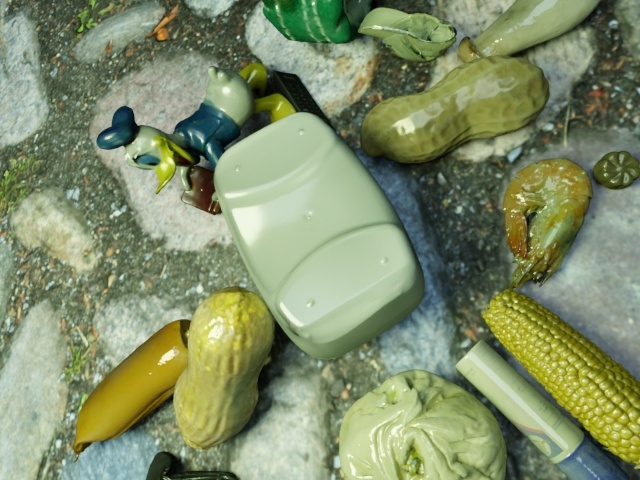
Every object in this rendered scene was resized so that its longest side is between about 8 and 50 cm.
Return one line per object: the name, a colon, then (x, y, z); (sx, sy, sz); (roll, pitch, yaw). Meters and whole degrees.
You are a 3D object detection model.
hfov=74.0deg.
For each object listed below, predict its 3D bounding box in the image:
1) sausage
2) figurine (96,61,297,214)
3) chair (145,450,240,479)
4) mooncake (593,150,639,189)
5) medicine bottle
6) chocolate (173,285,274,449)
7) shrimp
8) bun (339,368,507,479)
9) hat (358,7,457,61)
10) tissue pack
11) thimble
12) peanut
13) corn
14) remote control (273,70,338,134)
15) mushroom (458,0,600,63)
sausage: (-0.339, 0.272, 0.759); (0.328, 0.112, 0.112); (-42, 67, 5)
figurine: (-0.233, -0.177, 0.766); (0.204, 0.338, 0.284); (37, 124, 30)
chair: (-0.205, 0.432, 0.677); (0.145, 0.221, 0.141); (12, 76, -22)
mooncake: (0.558, -0.036, 0.567); (0.346, 0.057, 0.151); (9, 92, 27)
medicine bottle: (0.291, 0.238, 0.577); (0.059, 0.059, 0.231); (-46, 66, 3)
chocolate: (-0.150, 0.204, 0.658); (0.134, 0.134, 0.310); (33, 118, 23)
shrimp: (0.326, -0.026, 0.640); (0.115, 0.051, 0.217); (21, 85, 29)
bun: (0.132, 0.290, 0.575); (0.229, 0.145, 0.230); (-5, 72, 16)
hat: (0.147, -0.358, 0.750); (0.165, 0.081, 0.123); (10, 44, 3)
tissue pack: (0.000, 0.000, 0.652); (0.229, 0.236, 0.333); (-30, 69, 0)
thimble: (0.009, -0.507, 0.763); (0.167, 0.254, 0.289); (15, 68, 19)
peanut: (0.205, -0.210, 0.692); (0.298, 0.120, 0.136); (-18, 48, 15)
corn: (0.333, 0.171, 0.565); (0.091, 0.091, 0.260); (-45, 66, 0)
remote control: (-0.017, -0.237, 0.811); (0.245, 0.063, 0.025); (60, 139, 22)
mushroom: (0.344, -0.356, 0.703); (0.225, 0.093, 0.116); (-41, 44, 15)
